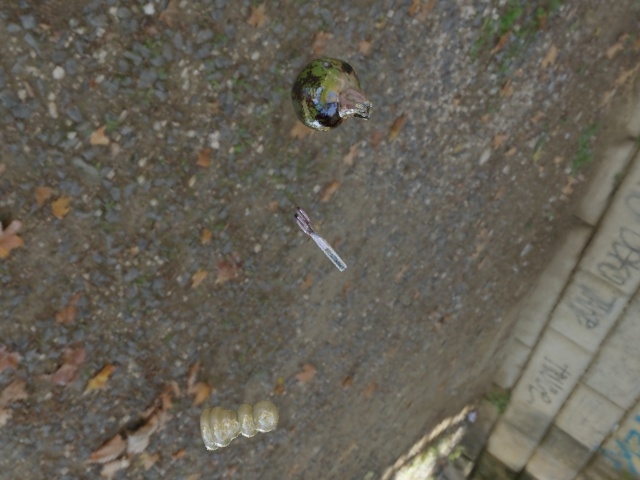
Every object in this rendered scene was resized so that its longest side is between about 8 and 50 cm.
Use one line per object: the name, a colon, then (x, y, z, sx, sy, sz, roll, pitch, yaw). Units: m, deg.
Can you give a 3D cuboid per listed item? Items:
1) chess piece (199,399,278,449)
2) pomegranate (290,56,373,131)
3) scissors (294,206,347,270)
chess piece: (-0.176, 0.409, 1.653, 0.170, 0.094, 0.094, -13, 156, 7)
pomegranate: (0.026, -0.255, 1.344, 0.138, 0.163, 0.125, -47, 165, -21)
scissors: (0.000, 0.000, 1.640, 0.022, 0.176, 0.085, -36, -164, 15)
